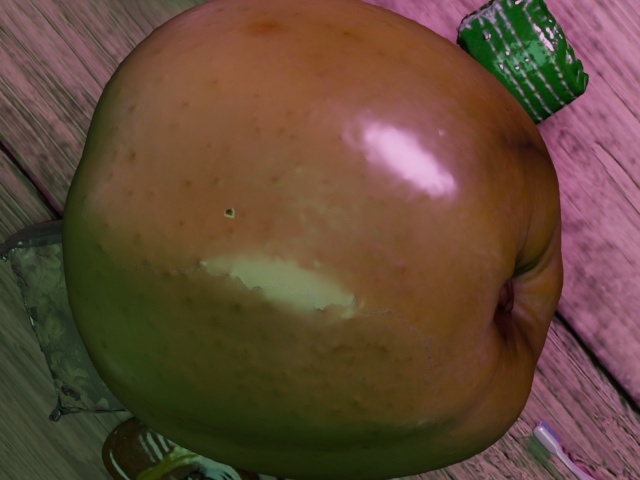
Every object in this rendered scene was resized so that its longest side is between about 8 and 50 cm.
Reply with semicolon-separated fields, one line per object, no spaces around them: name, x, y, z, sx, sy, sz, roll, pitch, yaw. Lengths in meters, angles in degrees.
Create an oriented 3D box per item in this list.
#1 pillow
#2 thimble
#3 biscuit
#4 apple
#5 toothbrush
pillow;-0.289;0.096;1.457;0.169;0.059;0.255;-10;103;21
thimble;0.196;-0.182;1.185;0.090;0.118;0.130;-31;112;19
biscuit;-0.159;0.342;1.491;0.208;0.041;0.290;-38;90;25
apple;0.000;0.000;1.124;0.473;0.473;0.474;5;106;17
toothbrush;0.326;0.296;1.321;0.263;0.026;0.022;47;120;2
